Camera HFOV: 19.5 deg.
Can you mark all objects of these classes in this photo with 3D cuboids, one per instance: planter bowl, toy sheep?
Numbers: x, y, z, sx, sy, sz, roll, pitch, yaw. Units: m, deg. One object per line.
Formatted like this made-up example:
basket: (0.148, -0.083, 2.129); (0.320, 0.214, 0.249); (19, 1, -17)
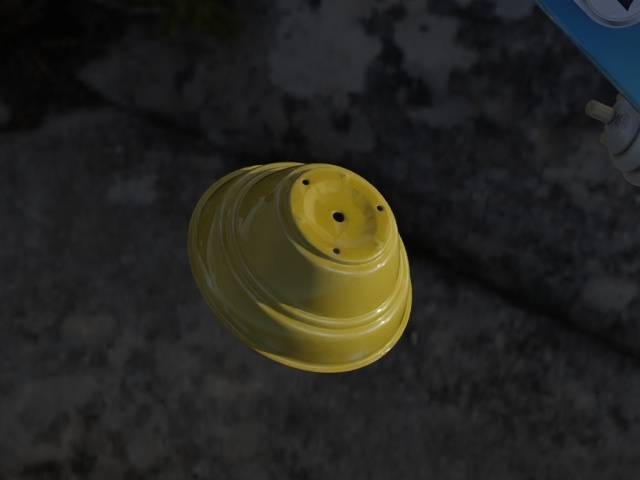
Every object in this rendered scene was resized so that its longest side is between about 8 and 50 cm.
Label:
planter bowl: (0.000, 0.000, 1.627); (0.217, 0.090, 0.217); (13, 53, -19)
toy sheep: (0.249, -0.073, 1.348); (0.132, 0.091, 0.091); (15, 54, -15)

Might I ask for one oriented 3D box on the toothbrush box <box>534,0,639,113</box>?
toothbrush box: (0.262, -0.069, 0.754); (0.216, 0.126, 0.295); (-45, 74, 10)
